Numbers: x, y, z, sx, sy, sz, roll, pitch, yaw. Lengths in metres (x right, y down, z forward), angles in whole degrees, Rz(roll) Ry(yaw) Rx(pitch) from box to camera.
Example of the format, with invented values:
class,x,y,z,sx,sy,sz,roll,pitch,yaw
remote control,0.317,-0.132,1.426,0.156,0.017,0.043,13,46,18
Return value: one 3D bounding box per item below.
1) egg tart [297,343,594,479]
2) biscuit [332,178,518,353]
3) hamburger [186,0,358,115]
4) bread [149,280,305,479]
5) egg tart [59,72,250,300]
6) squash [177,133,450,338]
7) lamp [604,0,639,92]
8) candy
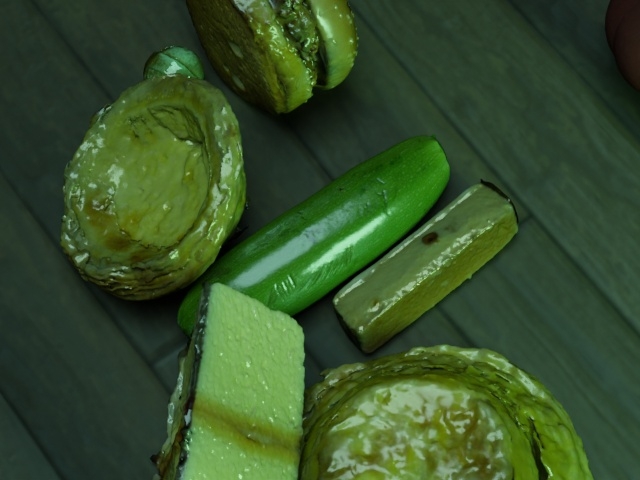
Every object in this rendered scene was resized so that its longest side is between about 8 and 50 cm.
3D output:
class,x,y,z,sx,sy,sz,roll,pitch,yaw
egg tart,0.083,0.205,1.583,0.294,0.123,0.294,-1,66,3
biscuit,0.093,0.021,1.704,0.188,0.052,0.056,-38,56,-12
hamburger,-0.045,-0.215,1.747,0.118,0.191,0.182,-37,60,-13
bread,-0.119,0.172,1.578,0.178,0.135,0.240,-18,55,41
egg tart,-0.141,-0.043,1.715,0.212,0.090,0.212,-10,70,30
squash,0.000,0.001,1.704,0.292,0.082,0.082,-34,67,-10
lamp,0.347,-0.185,1.731,0.182,0.140,0.182,1,49,-1
candy,-0.181,-0.099,1.793,0.061,0.061,0.202,34,82,18
